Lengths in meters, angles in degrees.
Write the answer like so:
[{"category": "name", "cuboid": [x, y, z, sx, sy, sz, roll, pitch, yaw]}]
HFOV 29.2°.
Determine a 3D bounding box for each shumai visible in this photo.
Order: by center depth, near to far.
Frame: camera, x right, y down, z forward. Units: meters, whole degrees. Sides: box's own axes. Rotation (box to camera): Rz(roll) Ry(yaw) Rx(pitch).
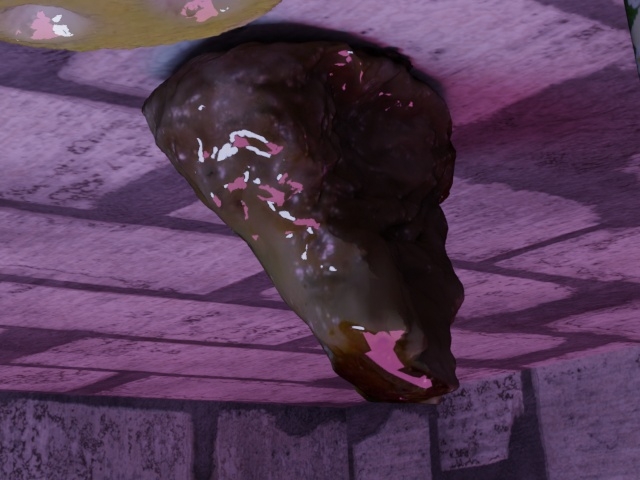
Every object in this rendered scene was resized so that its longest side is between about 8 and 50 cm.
[{"category": "shumai", "cuboid": [-0.001, 0.004, 1.035, 0.217, 0.283, 0.346, -12, 165, 25]}]

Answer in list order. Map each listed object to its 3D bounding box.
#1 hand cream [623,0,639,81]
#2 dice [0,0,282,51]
[{"category": "hand cream", "cuboid": [0.214, -0.089, 0.728, 0.059, 0.276, 0.095, -9, 163, 22]}, {"category": "dice", "cuboid": [-0.099, -0.188, 0.516, 0.169, 0.169, 0.166, -6, 164, 9]}]
